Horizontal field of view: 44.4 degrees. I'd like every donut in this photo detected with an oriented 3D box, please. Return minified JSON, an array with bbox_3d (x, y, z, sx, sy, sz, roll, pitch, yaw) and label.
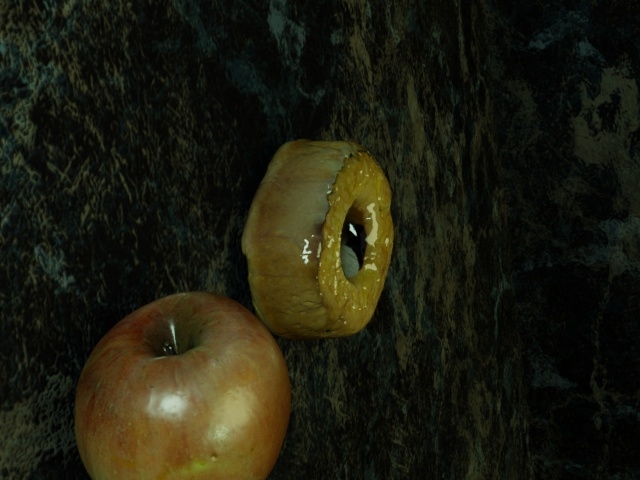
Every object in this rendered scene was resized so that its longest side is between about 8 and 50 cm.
[{"bbox_3d":[0.000,0.000,1.218,0.299,0.150,0.317,-14,102,-57],"label":"donut"}]

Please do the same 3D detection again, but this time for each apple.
[{"bbox_3d":[-0.148,0.189,0.877,0.253,0.253,0.253,-1,91,-61],"label":"apple"}]
